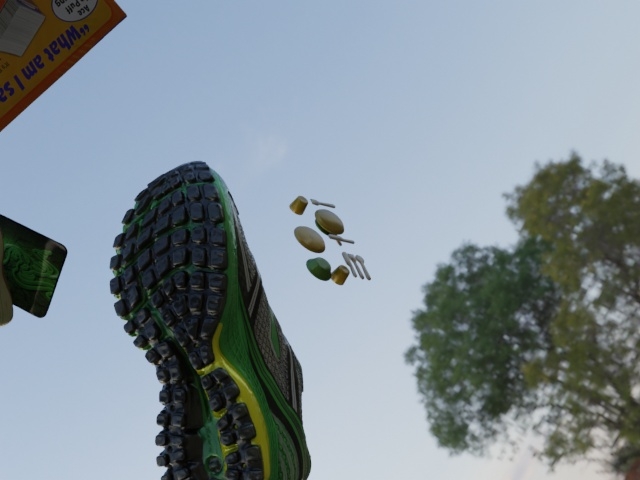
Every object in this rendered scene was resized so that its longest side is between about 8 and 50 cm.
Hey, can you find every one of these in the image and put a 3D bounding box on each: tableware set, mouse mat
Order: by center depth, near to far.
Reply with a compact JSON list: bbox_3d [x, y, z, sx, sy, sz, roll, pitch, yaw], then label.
[{"bbox_3d":[0.000,0.000,1.123,0.104,0.154,0.024,12,-51,-38],"label":"tableware set"},{"bbox_3d":[-0.563,0.041,1.555,0.007,0.189,0.153,-43,-23,-74],"label":"mouse mat"}]

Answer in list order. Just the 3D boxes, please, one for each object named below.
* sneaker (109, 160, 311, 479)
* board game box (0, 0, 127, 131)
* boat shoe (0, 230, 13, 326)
[{"bbox_3d":[-0.098,0.091,0.810,0.146,0.134,0.344,9,-113,-64],"label":"sneaker"},{"bbox_3d":[-0.568,-0.314,1.188,0.357,0.356,0.356,-50,-64,-21],"label":"board game box"},{"bbox_3d":[-0.612,0.036,1.479,0.089,0.104,0.285,-36,-56,-51],"label":"boat shoe"}]
